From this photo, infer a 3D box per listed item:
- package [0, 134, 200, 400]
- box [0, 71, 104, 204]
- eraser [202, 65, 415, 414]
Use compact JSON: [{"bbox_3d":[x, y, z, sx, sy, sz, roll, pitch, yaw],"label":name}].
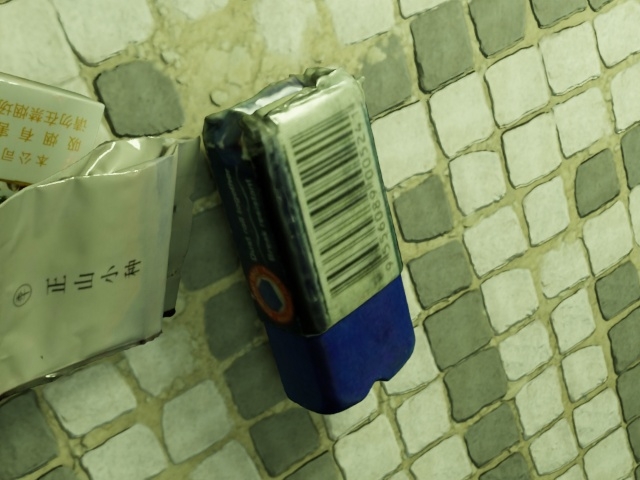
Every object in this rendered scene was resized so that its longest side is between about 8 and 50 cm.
[{"bbox_3d":[-0.202,0.023,0.753,0.251,0.062,0.204,-29,139,-53],"label":"package"},{"bbox_3d":[-0.288,-0.025,0.727,0.149,0.067,0.233,10,103,-44],"label":"box"},{"bbox_3d":[0.000,0.000,0.877,0.155,0.101,0.332,-33,121,-34],"label":"eraser"}]
